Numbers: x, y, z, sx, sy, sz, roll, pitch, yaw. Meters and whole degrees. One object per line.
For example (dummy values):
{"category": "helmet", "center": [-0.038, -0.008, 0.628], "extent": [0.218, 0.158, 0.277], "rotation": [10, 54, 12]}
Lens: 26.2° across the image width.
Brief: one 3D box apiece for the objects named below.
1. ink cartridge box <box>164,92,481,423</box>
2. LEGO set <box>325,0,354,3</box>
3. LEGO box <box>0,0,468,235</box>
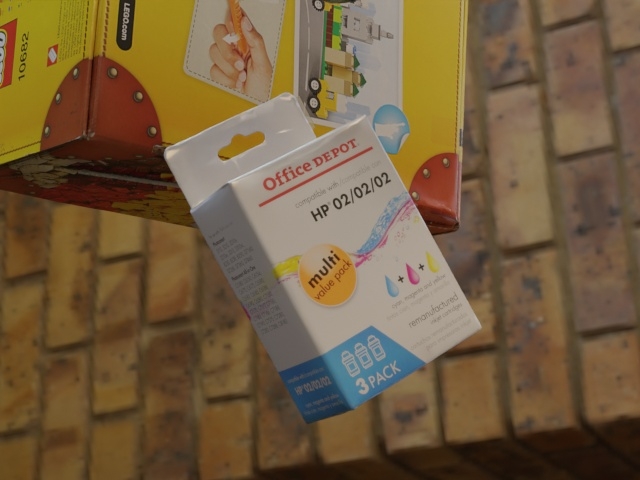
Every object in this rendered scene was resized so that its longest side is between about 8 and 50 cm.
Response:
{"category": "ink cartridge box", "center": [0.000, 0.000, 0.798], "extent": [0.104, 0.061, 0.181], "rotation": [-29, -90, -31]}
{"category": "LEGO set", "center": [0.066, -0.172, 0.802], "extent": [0.244, 0.182, 0.060], "rotation": [-34, -58, -70]}
{"category": "LEGO box", "center": [-0.065, -0.270, 1.155], "extent": [0.372, 0.193, 0.500], "rotation": [12, -104, -39]}
